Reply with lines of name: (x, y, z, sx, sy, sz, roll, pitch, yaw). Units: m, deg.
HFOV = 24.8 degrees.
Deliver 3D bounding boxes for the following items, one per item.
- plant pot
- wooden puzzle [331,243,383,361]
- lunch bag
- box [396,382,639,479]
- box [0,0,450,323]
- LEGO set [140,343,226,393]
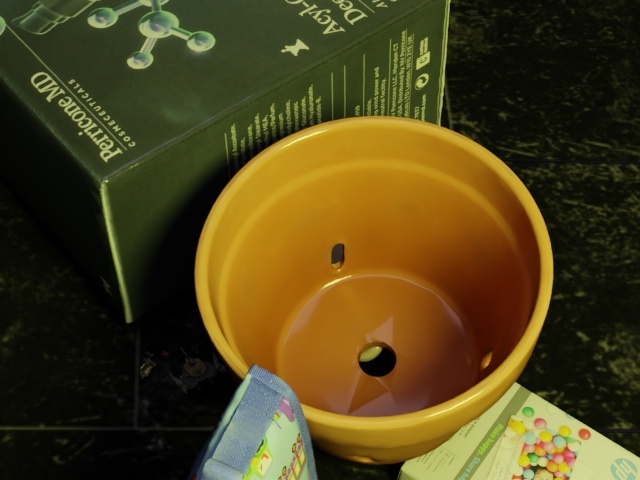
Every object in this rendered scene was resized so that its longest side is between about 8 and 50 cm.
plant pot: (0.046, 0.066, 1.262, 0.291, 0.203, 0.290, -1, 60, 2)
wooden puzzle: (0.000, 0.000, 1.463, 0.239, 0.044, 0.221, 24, 55, 17)
lunch bag: (-0.077, 0.250, 1.104, 0.138, 0.293, 0.221, 21, 54, 9)
box: (0.185, 0.215, 1.322, 0.186, 0.038, 0.145, 32, 57, 16)
box: (-0.118, -0.163, 1.431, 0.395, 0.212, 0.293, -33, 57, -22)
LEGO set: (-0.128, 0.123, 1.368, 0.083, 0.023, 0.054, 15, 50, 21)
